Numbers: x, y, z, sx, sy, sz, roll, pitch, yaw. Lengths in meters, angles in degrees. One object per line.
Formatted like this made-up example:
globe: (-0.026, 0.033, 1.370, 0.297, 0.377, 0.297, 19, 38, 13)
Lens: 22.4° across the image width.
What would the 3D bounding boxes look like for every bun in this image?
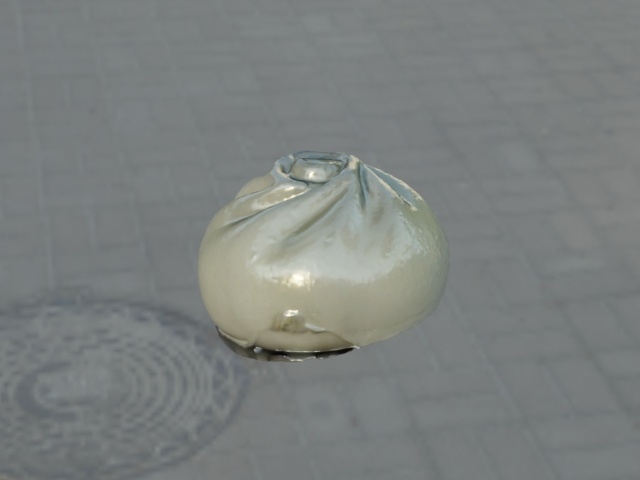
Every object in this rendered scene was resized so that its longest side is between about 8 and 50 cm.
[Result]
bun: (0.000, 0.000, 1.094, 0.172, 0.120, 0.173, -8, 16, 2)
